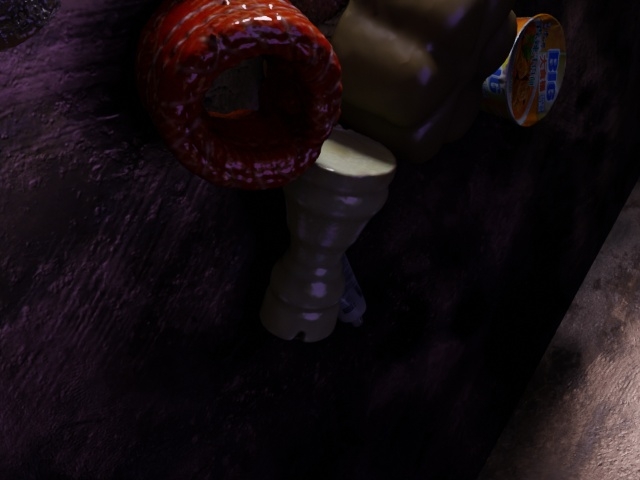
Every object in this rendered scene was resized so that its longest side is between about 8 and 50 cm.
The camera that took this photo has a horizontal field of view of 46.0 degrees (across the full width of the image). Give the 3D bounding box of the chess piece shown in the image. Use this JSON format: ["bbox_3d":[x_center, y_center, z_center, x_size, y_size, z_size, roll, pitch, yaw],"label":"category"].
[{"bbox_3d":[0.000,0.000,1.600,0.234,0.234,0.442,-17,132,-42],"label":"chess piece"}]

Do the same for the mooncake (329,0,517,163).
[{"bbox_3d":[0.220,-0.405,1.605,0.467,0.262,0.467,-46,157,-27],"label":"mooncake"}]

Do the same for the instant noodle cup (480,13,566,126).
[{"bbox_3d":[0.476,-0.455,1.979,0.296,0.214,0.297,-20,119,-41],"label":"instant noodle cup"}]

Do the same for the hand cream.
[{"bbox_3d":[0.030,0.083,1.841,0.124,0.077,0.341,-44,125,-26],"label":"hand cream"}]

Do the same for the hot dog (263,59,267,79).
[{"bbox_3d":[-0.060,-0.304,1.570,0.084,0.073,0.243,-45,131,-30],"label":"hot dog"}]

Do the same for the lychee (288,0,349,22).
[{"bbox_3d":[-0.006,-0.524,1.474,0.165,0.165,0.197,-45,153,-25],"label":"lychee"}]

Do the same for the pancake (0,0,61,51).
[{"bbox_3d":[-0.503,-0.394,1.076,0.282,0.049,0.283,-21,120,-42],"label":"pancake"}]

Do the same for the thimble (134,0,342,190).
[{"bbox_3d":[-0.141,-0.276,1.325,0.350,0.230,0.350,-18,132,-22],"label":"thimble"}]
